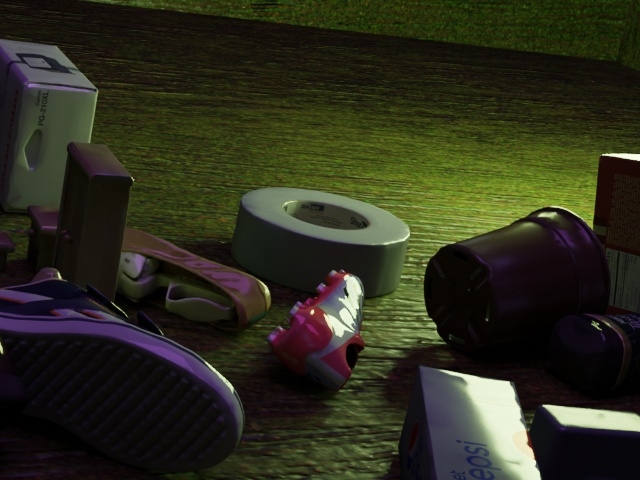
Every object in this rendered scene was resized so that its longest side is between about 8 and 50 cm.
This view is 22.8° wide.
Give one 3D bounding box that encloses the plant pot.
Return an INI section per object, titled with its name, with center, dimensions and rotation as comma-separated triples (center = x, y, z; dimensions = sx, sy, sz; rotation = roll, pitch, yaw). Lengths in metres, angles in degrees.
[plant pot]
center = 0.219, 0.053, 1.849
dimensions = 0.165, 0.167, 0.167
rotation = -10, 26, -35

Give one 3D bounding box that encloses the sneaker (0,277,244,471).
[sneaker]
center = -0.202, 0.107, 1.418
dimensions = 0.321, 0.126, 0.127
rotation = 15, 22, 16

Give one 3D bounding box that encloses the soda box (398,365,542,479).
[soda box]
center = 0.129, 0.206, 1.373
dimensions = 0.098, 0.091, 0.286
rotation = 11, 17, -3

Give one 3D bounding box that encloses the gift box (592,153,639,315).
[gift box]
center = 0.516, 0.022, 1.980
dimensions = 0.258, 0.255, 0.276
rotation = -3, 16, -36

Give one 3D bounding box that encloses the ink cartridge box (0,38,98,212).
[ink cartridge box]
center = -0.375, -0.150, 2.069
dimensions = 0.100, 0.172, 0.237
rotation = 4, 18, -24

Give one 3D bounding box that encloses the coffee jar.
[coffee jar]
center = 0.353, 0.125, 1.816
dimensions = 0.184, 0.079, 0.096
rotation = -1, 20, -34

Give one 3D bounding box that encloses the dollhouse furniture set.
[dollhouse furniture set]
center = -0.391, -0.021, 1.632
dimensions = 0.355, 0.174, 0.303
rotation = 5, 17, -23

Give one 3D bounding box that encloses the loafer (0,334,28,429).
[loafer]
center = -0.415, 0.091, 1.262
dimensions = 0.366, 0.134, 0.130
rotation = 8, 59, -40

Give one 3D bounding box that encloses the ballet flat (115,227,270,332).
[ballet flat]
center = -0.170, 0.044, 1.746
dimensions = 0.232, 0.080, 0.073
rotation = 15, 32, 16

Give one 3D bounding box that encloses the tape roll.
[tape roll]
center = 0.000, 0.000, 2.005
dimensions = 0.219, 0.072, 0.219
rotation = 10, 16, -3

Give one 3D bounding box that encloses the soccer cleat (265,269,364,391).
[soccer cleat]
center = 0.013, 0.098, 1.710
dimensions = 0.095, 0.083, 0.248
rotation = 44, 16, 3

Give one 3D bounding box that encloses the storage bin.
[storage bin]
center = 0.247, 0.206, 1.454
dimensions = 0.135, 0.091, 0.098
rotation = 5, 18, -17
